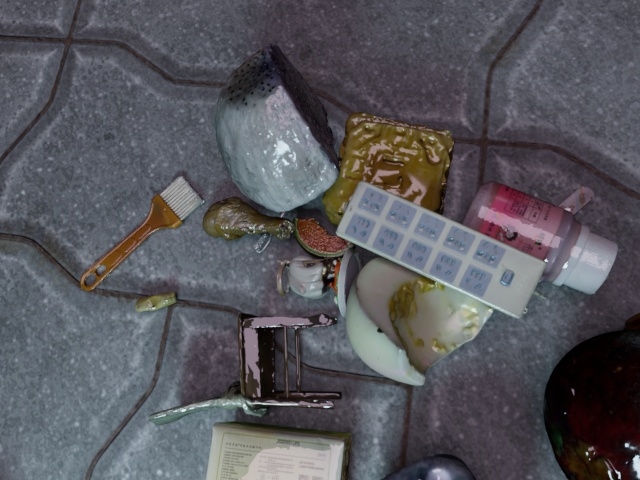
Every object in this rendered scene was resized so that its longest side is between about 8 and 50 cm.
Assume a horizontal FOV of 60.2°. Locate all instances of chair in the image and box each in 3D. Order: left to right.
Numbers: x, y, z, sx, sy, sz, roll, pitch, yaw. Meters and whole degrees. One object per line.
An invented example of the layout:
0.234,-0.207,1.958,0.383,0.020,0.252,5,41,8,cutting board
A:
-0.130,0.226,0.988,0.319,0.160,0.186,-4,80,7,chair

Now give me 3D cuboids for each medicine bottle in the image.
0.377,-0.001,0.973,0.247,0.147,0.147,25,81,15,medicine bottle

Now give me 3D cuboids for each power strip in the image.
0.202,0.015,0.925,0.367,0.043,0.106,25,92,11,power strip

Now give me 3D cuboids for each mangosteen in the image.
0.487,0.267,0.821,0.311,0.311,0.311,-2,75,8,mangosteen

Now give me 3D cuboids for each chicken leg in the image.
-0.141,-0.038,1.088,0.198,0.069,0.085,8,51,21,chicken leg

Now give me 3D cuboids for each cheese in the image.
-0.329,0.124,1.101,0.083,0.044,0.030,-13,90,3,cheese

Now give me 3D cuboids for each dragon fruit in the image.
-0.105,-0.202,1.019,0.204,0.221,0.283,-29,44,15,dragon fruit

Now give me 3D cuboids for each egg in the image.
0.147,0.143,0.963,0.206,0.162,0.271,38,41,29,egg

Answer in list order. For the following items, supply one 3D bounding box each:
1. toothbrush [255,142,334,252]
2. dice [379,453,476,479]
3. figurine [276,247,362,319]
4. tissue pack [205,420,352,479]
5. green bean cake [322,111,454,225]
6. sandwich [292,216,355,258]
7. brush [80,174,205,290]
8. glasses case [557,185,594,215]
-0.052,-0.091,1.124,0.019,0.025,0.275,32,82,16,toothbrush
0.176,0.452,0.836,0.181,0.182,0.183,-25,43,-3,dice
-0.010,0.076,1.031,0.154,0.132,0.132,3,76,19,figurine
-0.068,0.403,0.944,0.234,0.125,0.159,2,75,10,tissue pack
0.131,-0.115,1.046,0.230,0.131,0.224,13,79,13,green bean cake
-0.002,0.000,1.090,0.135,0.029,0.067,29,76,16,sandwich
-0.383,-0.006,1.159,0.314,0.017,0.090,-43,71,-3,brush
0.476,-0.069,1.038,0.083,0.021,0.032,-40,75,-3,glasses case
